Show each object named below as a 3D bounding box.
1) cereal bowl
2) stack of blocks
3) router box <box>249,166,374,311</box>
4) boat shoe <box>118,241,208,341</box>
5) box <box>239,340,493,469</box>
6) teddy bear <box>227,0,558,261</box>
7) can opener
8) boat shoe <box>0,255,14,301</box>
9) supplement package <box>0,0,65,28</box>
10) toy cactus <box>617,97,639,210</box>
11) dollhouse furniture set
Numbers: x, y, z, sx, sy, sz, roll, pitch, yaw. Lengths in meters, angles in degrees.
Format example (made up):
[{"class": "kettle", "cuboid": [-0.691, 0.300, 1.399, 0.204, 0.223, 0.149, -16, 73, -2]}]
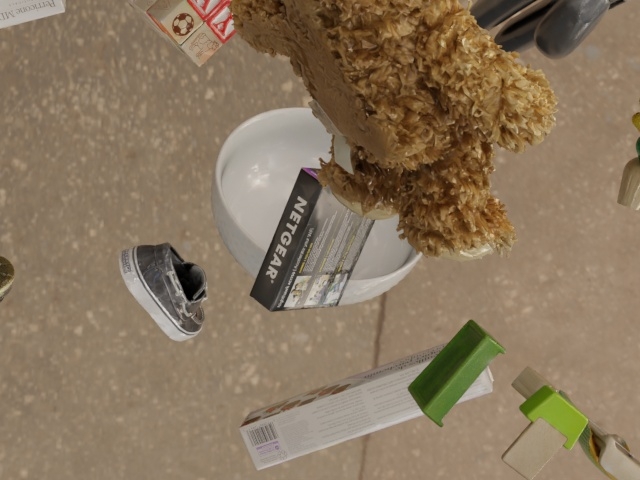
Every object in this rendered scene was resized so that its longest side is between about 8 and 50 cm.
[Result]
[{"class": "cereal bowl", "cuboid": [-0.009, -0.037, 1.511, 0.338, 0.339, 0.141, 7, 143, -17]}, {"class": "stack of blocks", "cuboid": [-0.192, -0.373, 1.339, 0.171, 0.297, 0.087, -45, 136, -2]}, {"class": "router box", "cuboid": [0.000, 0.000, 1.227, 0.133, 0.046, 0.179, 0, 119, -51]}, {"class": "boat shoe", "cuboid": [-0.238, 0.083, 1.676, 0.102, 0.108, 0.301, -17, 150, 6]}, {"class": "box", "cuboid": [0.056, 0.205, 1.252, 0.323, 0.063, 0.067, -22, 96, 13]}, {"class": "teddy bear", "cuboid": [0.047, -0.121, 0.666, 0.113, 0.245, 0.338, -40, 120, -19]}, {"class": "can opener", "cuboid": [0.184, -0.198, 0.868, 0.076, 0.283, 0.095, 42, 85, -7]}, {"class": "boat shoe", "cuboid": [-0.539, 0.106, 1.429, 0.223, 0.080, 0.073, -35, 156, -25]}, {"class": "supplement package", "cuboid": [-0.498, -0.472, 1.439, 0.177, 0.175, 0.293, -16, 123, -4]}, {"class": "toy cactus", "cuboid": [0.479, -0.129, 1.404, 0.112, 0.219, 0.181, 21, 102, 9]}, {"class": "dollhouse furniture set", "cuboid": [0.129, 0.116, 0.587, 0.151, 0.076, 0.059, 38, 95, -17]}]
